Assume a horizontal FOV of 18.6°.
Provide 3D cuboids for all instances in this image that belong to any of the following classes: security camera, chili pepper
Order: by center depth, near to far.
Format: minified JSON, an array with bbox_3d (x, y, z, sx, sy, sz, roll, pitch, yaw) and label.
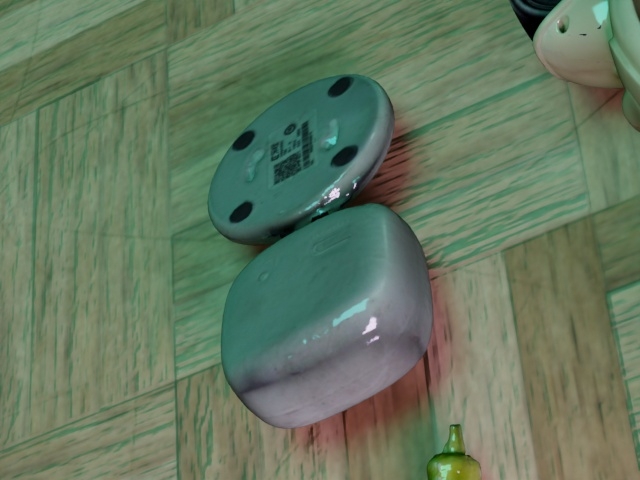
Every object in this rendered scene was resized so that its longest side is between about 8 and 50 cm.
[{"bbox_3d":[0.100,0.205,1.172,0.049,0.043,0.208,-17,51,-7],"label":"chili pepper"},{"bbox_3d":[0.000,0.000,1.367,0.157,0.080,0.301,-29,37,19],"label":"security camera"}]

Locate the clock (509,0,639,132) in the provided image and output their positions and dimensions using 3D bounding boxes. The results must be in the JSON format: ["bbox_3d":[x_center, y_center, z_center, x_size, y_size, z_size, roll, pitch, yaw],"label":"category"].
[{"bbox_3d":[0.304,-0.156,1.227,0.379,0.120,0.276,-22,44,21],"label":"clock"}]
